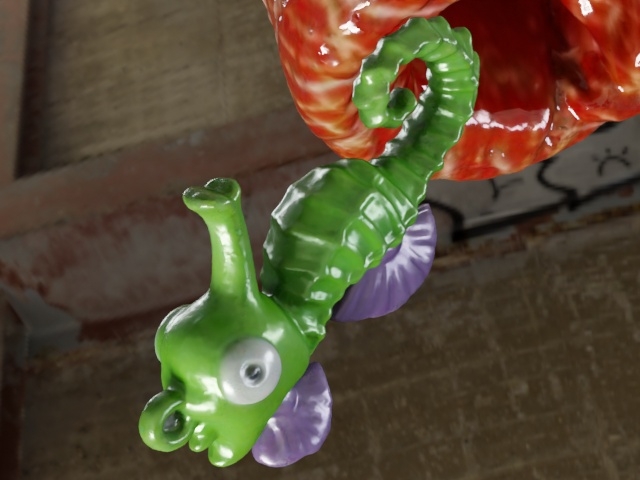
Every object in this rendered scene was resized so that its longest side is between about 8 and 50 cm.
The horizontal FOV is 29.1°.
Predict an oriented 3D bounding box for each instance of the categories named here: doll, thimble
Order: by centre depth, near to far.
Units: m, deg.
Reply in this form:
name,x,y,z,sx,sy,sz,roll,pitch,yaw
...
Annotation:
name,x,y,z,sx,sy,sz,roll,pitch,yaw
doll,0.000,0.000,0.446,0.050,0.115,0.190,27,-110,35
thimble,0.119,-0.208,0.785,0.350,0.350,0.231,-19,-110,1
